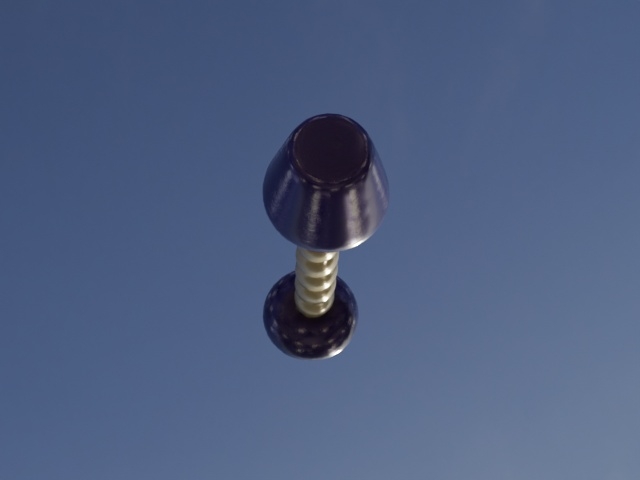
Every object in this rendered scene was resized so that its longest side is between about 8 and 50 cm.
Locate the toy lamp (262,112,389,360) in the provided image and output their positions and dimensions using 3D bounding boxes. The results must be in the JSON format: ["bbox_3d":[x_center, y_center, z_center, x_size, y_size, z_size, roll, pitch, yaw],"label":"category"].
[{"bbox_3d":[0.000,0.000,1.004,0.080,0.080,0.274,-16,-19,-9],"label":"toy lamp"}]
